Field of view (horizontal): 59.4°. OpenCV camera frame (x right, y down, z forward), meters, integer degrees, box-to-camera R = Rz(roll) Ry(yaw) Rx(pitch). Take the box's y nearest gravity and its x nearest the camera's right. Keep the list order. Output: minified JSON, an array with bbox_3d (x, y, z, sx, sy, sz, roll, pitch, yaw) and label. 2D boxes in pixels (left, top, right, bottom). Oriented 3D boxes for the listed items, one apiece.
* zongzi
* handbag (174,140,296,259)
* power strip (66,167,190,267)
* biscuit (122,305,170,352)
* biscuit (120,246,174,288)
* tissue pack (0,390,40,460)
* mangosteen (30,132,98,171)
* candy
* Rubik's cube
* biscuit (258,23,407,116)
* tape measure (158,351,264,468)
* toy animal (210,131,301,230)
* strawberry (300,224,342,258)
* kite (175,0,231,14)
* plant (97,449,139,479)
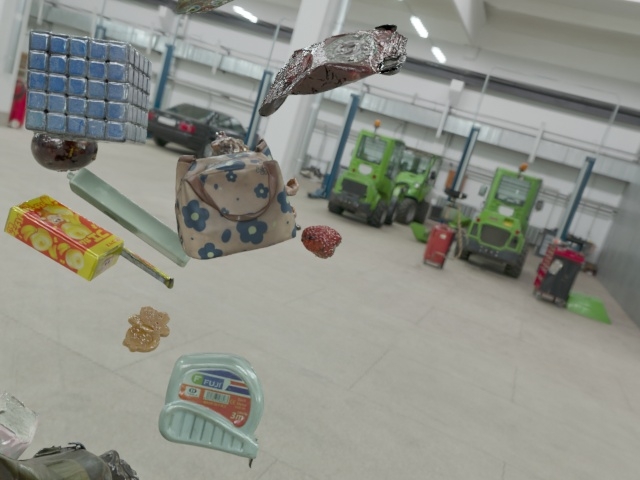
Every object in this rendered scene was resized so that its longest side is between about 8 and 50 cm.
[{"bbox_3d":[-0.551,0.463,1.109,0.208,0.432,0.403,20,19,10],"label":"zongzi"},{"bbox_3d":[-0.187,-0.088,1.193,0.251,0.193,0.190,-12,28,-13],"label":"handbag"},{"bbox_3d":[-0.503,-0.064,1.489,0.385,0.062,0.091,37,-23,-8],"label":"power strip"},{"bbox_3d":[-0.540,0.282,1.759,0.133,0.027,0.184,17,37,-19],"label":"biscuit"},{"bbox_3d":[-0.578,0.061,1.748,0.292,0.048,0.026,32,35,9],"label":"biscuit"},{"bbox_3d":[-0.768,0.495,1.242,0.124,0.271,0.201,42,-10,-20],"label":"tissue pack"},{"bbox_3d":[-0.795,-0.319,1.728,0.192,0.217,0.192,-3,21,1],"label":"mangosteen"},{"bbox_3d":[-0.705,-0.011,1.556,0.276,0.088,0.146,29,21,-1],"label":"candy"},{"bbox_3d":[-0.562,-0.361,1.389,0.237,0.237,0.238,6,6,-5],"label":"Rubik's cube"},{"bbox_3d":[0.020,-0.268,0.863,0.235,0.063,0.151,-6,45,23],"label":"biscuit"},{"bbox_3d":[-0.250,0.392,1.350,0.243,0.246,0.125,15,-11,-8],"label":"tape measure"},{"bbox_3d":[-0.164,-0.158,1.423,0.157,0.097,0.312,-15,64,-48],"label":"toy animal"},{"bbox_3d":[0.000,0.000,1.346,0.096,0.083,0.083,28,5,-23],"label":"strawberry"},{"bbox_3d":[-0.210,-0.500,1.048,0.127,0.016,0.229,-24,-7,-19],"label":"kite"},{"bbox_3d":[-0.593,0.677,1.410,0.276,0.188,0.199,-32,41,-21],"label":"plant"}]
